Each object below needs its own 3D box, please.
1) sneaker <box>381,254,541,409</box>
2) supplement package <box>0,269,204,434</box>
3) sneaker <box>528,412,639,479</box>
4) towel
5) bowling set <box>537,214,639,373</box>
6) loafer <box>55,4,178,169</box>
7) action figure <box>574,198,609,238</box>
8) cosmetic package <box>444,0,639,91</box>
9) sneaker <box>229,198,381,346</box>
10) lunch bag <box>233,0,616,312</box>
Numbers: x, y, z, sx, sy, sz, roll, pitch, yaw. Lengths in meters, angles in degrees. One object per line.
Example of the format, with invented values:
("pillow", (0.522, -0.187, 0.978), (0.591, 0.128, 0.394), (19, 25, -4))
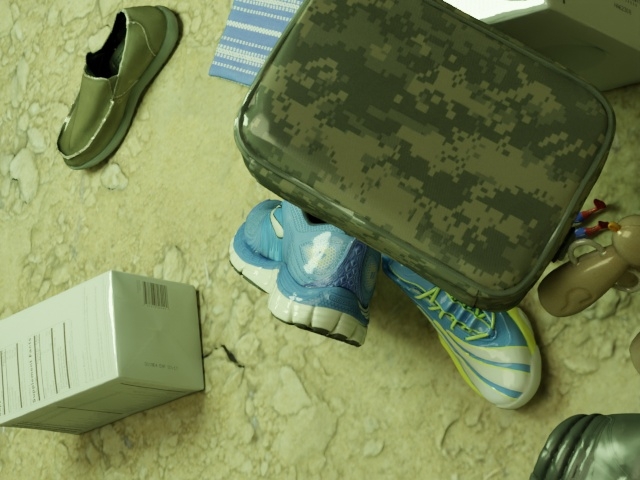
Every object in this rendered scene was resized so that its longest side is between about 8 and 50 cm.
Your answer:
("sneaker", (0.124, 0.064, 1.665), (0.091, 0.126, 0.240), (-48, 49, 25))
("supplement package", (-0.276, 0.141, 2.035), (0.244, 0.139, 0.133), (-22, 65, 39))
("sneaker", (0.246, 0.289, 1.505), (0.147, 0.104, 0.295), (8, 79, 48))
("towel", (-0.019, -0.335, 1.970), (0.243, 0.040, 0.336), (22, 95, 51))
("bowling set", (0.335, 0.024, 1.427), (0.154, 0.287, 0.200), (-39, 25, 41))
("loafer", (-0.282, -0.206, 2.174), (0.251, 0.087, 0.094), (-58, 46, 17))
("action figure", (0.230, -0.006, 1.651), (0.115, 0.030, 0.038), (-29, 65, 39))
("cosmetic package", (0.195, -0.227, 1.603), (0.225, 0.224, 0.138), (-13, 70, 42))
("sneaker", (0.000, 0.000, 1.761), (0.147, 0.130, 0.330), (-67, 20, 6))
("lunch bag", (0.089, -0.080, 1.470), (0.305, 0.256, 0.212), (29, 83, 8))
